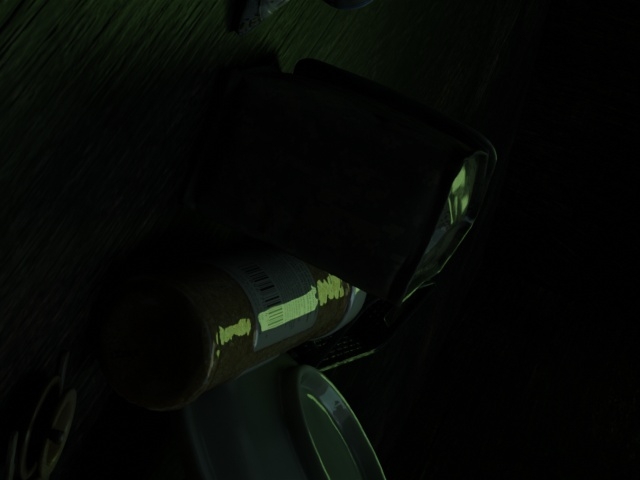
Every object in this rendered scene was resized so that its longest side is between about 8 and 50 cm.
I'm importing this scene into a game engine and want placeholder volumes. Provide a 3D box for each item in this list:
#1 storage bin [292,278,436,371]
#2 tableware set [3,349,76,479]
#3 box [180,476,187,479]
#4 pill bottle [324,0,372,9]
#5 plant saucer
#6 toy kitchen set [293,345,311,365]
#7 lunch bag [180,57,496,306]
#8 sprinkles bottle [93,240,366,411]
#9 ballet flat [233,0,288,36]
[{"bbox_3d":[0.038,0.070,1.550,0.122,0.084,0.180,-51,162,23],"label":"storage bin"},{"bbox_3d":[-0.223,0.198,1.102,0.128,0.039,0.194,-69,175,-60],"label":"tableware set"},{"bbox_3d":[-0.148,0.382,1.310,0.168,0.215,0.345,-50,171,9],"label":"box"},{"bbox_3d":[0.017,-0.271,1.271,0.137,0.078,0.078,30,82,-78],"label":"pill bottle"},{"bbox_3d":[-0.012,0.242,1.390,0.100,0.400,0.400,-28,174,12],"label":"plant saucer"},{"bbox_3d":[-0.047,0.178,1.943,0.083,0.075,0.068,-3,-77,68],"label":"toy kitchen set"},{"bbox_3d":[0.035,-0.070,1.332,0.169,0.235,0.287,-67,169,13],"label":"lunch bag"},{"bbox_3d":[-0.072,0.062,1.285,0.355,0.121,0.121,-18,130,-65],"label":"sprinkles bottle"},{"bbox_3d":[-0.041,-0.229,1.185,0.041,0.041,0.114,-23,135,-73],"label":"ballet flat"}]
